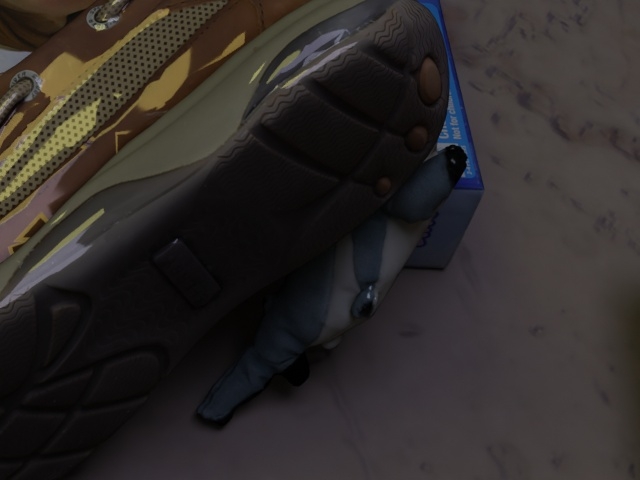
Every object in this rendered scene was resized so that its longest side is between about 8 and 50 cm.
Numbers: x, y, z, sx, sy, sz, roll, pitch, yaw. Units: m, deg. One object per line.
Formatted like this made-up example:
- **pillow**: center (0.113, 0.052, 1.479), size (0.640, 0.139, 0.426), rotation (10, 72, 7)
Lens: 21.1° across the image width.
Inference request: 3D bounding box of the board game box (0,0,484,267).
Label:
- **board game box**: center (-0.110, -0.136, 0.781), size (0.318, 0.066, 0.319), rotation (0, 56, -16)

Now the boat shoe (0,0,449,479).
- **boat shoe**: center (-0.107, 0.001, 0.616), size (0.324, 0.123, 0.116), rotation (-36, 60, -8)

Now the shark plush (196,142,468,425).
- **shark plush**: center (0.000, 0.000, 0.685), size (0.067, 0.161, 0.073), rotation (31, 19, 1)
